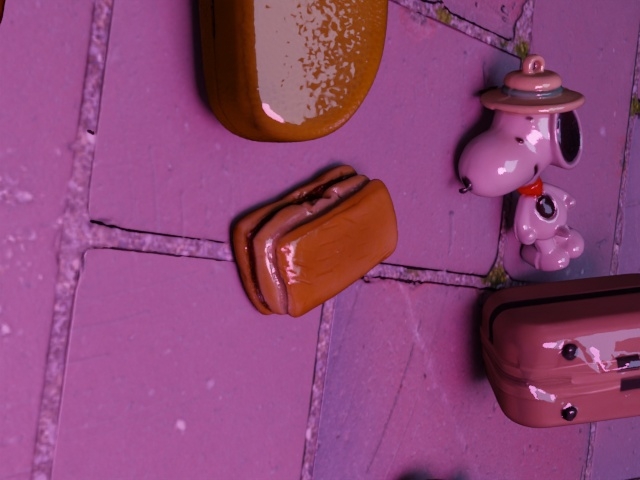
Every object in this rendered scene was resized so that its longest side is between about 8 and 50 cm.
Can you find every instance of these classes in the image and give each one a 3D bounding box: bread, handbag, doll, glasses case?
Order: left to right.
[{"bbox_3d":[-0.032,-0.282,0.836,0.173,0.141,0.371,-5,98,-29],"label":"glasses case"},{"bbox_3d":[0.000,0.000,0.944,0.200,0.077,0.116,-31,123,-36],"label":"bread"},{"bbox_3d":[0.298,-0.100,1.185,0.271,0.144,0.208,38,89,-36],"label":"doll"},{"bbox_3d":[0.364,0.133,1.180,0.301,0.283,0.149,-8,101,-4],"label":"handbag"}]

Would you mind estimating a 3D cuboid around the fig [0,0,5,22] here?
[{"bbox_3d":[-0.314,-0.143,0.623,0.201,0.133,0.146,-56,176,30],"label":"fig"}]

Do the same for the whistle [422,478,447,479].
[{"bbox_3d":[0.190,0.387,1.117,0.294,0.141,0.141,24,78,-42],"label":"whistle"}]
